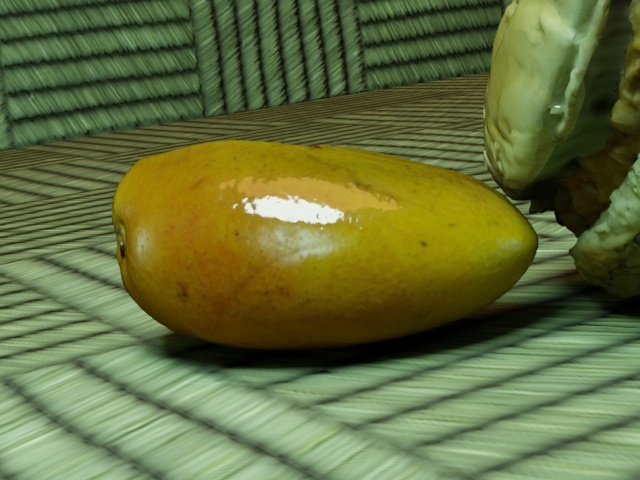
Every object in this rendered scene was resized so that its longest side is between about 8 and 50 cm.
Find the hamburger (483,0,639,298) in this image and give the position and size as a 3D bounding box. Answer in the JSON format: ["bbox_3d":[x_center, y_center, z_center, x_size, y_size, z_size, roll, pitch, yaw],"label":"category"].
[{"bbox_3d":[0.203,-0.092,0.597,0.259,0.283,0.144,-19,55,-24],"label":"hamburger"}]

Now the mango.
[{"bbox_3d":[0.000,0.007,0.632,0.217,0.102,0.141,-1,-12,13],"label":"mango"}]
